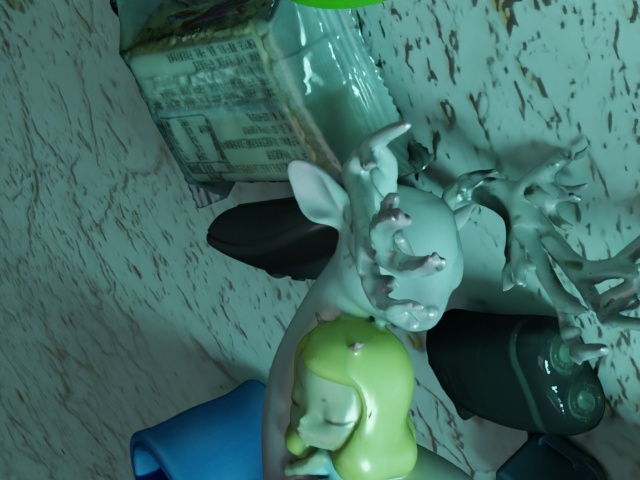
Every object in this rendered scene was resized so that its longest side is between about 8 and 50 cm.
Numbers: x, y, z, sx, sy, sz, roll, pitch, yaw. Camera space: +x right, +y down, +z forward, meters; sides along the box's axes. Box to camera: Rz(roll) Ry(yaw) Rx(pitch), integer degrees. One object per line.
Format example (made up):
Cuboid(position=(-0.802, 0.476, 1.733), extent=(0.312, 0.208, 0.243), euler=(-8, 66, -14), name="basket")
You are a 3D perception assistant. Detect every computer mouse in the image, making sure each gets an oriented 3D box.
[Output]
Cuboid(position=(0.000, 0.001, 1.410), extent=(0.232, 0.120, 0.057), euler=(-5, 77, 60), name="computer mouse")

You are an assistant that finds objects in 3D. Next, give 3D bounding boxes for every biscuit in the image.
Cuboid(position=(-0.053, -0.115, 1.390), extent=(0.309, 0.079, 0.186), euler=(-1, 118, 61), name="biscuit")

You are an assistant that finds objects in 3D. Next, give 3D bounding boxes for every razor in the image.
Cuboid(position=(0.133, 0.092, 1.345), extent=(0.148, 0.054, 0.090), euler=(4, 121, 58), name="razor")

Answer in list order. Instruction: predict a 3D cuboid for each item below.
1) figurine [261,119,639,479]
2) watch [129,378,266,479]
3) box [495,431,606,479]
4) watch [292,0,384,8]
Cuboid(position=(0.081, 0.066, 1.206), extent=(0.284, 0.206, 0.316), euler=(-148, 54, -60), name="figurine")
Cuboid(position=(-0.067, 0.261, 1.728), extent=(0.274, 0.241, 0.305), euler=(59, 158, 25), name="watch")
Cuboid(position=(0.168, 0.193, 1.407), extent=(0.074, 0.054, 0.099), euler=(38, 150, 36), name="box")
Cuboid(position=(-0.001, -0.197, 1.102), extent=(0.152, 0.165, 0.131), euler=(59, 174, 38), name="watch")
